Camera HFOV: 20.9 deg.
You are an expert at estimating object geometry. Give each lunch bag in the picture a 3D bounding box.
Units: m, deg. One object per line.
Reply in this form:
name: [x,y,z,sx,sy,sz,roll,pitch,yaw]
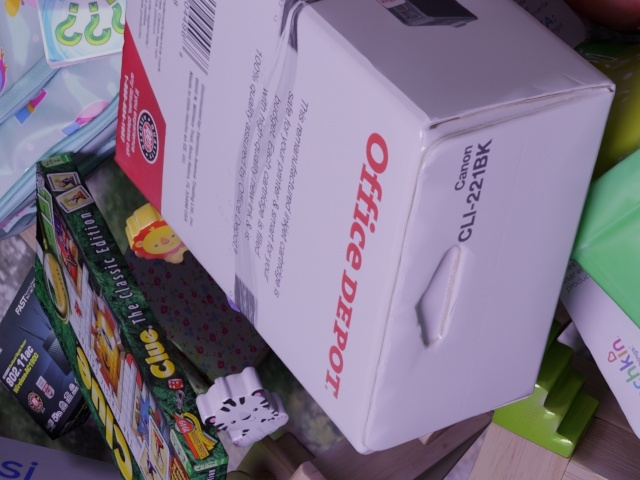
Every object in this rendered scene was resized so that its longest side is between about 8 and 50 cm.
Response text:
lunch bag: [-0.222,-0.128,1.196,0.279,0.108,0.224,-39,79,31]

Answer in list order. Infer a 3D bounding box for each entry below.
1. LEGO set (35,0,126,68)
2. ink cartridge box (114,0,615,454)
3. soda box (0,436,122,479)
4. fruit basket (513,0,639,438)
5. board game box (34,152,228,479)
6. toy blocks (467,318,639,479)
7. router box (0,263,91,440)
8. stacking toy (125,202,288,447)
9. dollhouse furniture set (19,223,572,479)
LEGO set: [-0.077,-0.212,1.046,0.244,0.060,0.182,-8,93,16]
ink cartridge box: [0.008,-0.056,0.888,0.273,0.114,0.197,48,142,40]
soda box: [-0.193,0.216,1.264,0.286,0.098,0.091,14,118,2]
fruit basket: [0.207,-0.123,0.882,0.327,0.165,0.353,-40,61,33]
board game box: [-0.126,0.080,1.105,0.260,0.030,0.136,58,155,35]
toy blocks: [0.191,0.247,1.031,0.261,0.191,0.381,26,124,14]
router box: [-0.200,0.081,1.333,0.092,0.038,0.122,47,130,14]
stacking toy: [0.000,0.000,1.026,0.221,0.052,0.167,-32,51,9]
dollhouse furniture set: [-0.070,0.040,1.126,0.355,0.174,0.303,46,129,14]
